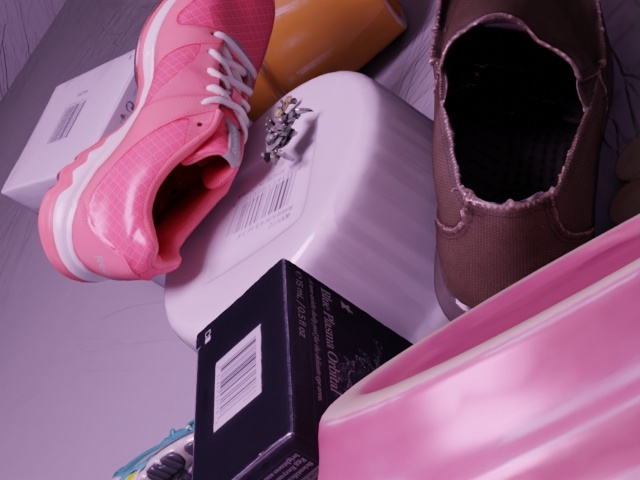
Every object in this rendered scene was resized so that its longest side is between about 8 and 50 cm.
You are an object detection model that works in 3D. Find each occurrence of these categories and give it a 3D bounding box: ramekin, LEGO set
[{"bbox_3d":[0.000,0.000,0.874,0.277,0.135,0.277,-39,30,27],"label":"ramekin"},{"bbox_3d":[-0.033,-0.087,0.849,0.054,0.023,0.083,-52,26,4],"label":"LEGO set"}]

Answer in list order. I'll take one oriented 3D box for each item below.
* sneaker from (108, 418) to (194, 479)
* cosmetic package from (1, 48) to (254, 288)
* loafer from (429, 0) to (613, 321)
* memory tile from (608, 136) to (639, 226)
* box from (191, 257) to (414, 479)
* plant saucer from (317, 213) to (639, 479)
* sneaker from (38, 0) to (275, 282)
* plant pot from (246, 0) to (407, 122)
[{"bbox_3d":[-0.100,0.180,0.868,0.275,0.107,0.110,-32,25,37],"label":"sneaker"},{"bbox_3d":[-0.157,-0.055,1.092,0.224,0.224,0.138,-6,57,57],"label":"cosmetic package"},{"bbox_3d":[0.140,-0.114,0.747,0.134,0.130,0.366,-2,54,7],"label":"loafer"},{"bbox_3d":[0.238,-0.041,0.671,0.148,0.012,0.113,-26,37,44],"label":"memory tile"},{"bbox_3d":[0.008,0.121,0.690,0.093,0.158,0.156,-42,29,24],"label":"box"},{"bbox_3d":[0.126,0.048,0.470,0.332,0.084,0.332,-31,-4,-2],"label":"plant saucer"},{"bbox_3d":[-0.096,-0.094,0.906,0.136,0.116,0.314,10,67,42],"label":"sneaker"},{"bbox_3d":[-0.022,-0.230,1.137,0.188,0.205,0.205,-27,34,17],"label":"plant pot"}]
